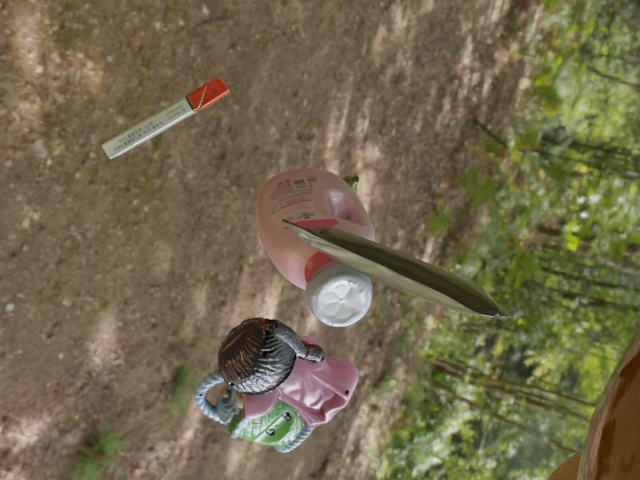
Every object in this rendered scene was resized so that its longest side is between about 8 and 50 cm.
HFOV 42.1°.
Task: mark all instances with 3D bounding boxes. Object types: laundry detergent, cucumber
[{"bbox_3d":[0.000,0.000,1.126,0.335,0.159,0.088,-112,-164,-61],"label":"laundry detergent"},{"bbox_3d":[0.026,-0.079,1.811,0.227,0.069,0.069,-48,-168,52],"label":"cucumber"}]

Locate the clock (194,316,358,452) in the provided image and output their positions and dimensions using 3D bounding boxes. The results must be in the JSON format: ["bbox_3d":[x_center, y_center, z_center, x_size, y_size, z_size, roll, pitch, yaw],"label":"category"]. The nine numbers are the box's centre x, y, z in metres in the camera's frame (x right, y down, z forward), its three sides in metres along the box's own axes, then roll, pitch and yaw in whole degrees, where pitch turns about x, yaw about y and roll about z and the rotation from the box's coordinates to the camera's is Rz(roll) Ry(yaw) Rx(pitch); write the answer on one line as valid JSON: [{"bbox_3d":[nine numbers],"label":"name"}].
[{"bbox_3d":[-0.074,0.204,1.173,0.194,0.195,0.100,-43,-145,17],"label":"clock"}]

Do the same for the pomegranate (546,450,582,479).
[{"bbox_3d":[0.460,0.467,1.279,0.307,0.307,0.307,16,90,-74],"label":"pomegranate"}]

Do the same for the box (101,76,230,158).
[{"bbox_3d":[-0.279,-0.226,1.525,0.035,0.245,0.139,61,-1,-10],"label":"box"}]

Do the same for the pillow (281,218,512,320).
[{"bbox_3d":[0.069,0.027,0.753,0.130,0.217,0.033,29,84,-80],"label":"pillow"}]

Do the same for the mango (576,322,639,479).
[{"bbox_3d":[0.271,0.073,0.406,0.300,0.232,0.446,-36,142,-45],"label":"mango"}]
